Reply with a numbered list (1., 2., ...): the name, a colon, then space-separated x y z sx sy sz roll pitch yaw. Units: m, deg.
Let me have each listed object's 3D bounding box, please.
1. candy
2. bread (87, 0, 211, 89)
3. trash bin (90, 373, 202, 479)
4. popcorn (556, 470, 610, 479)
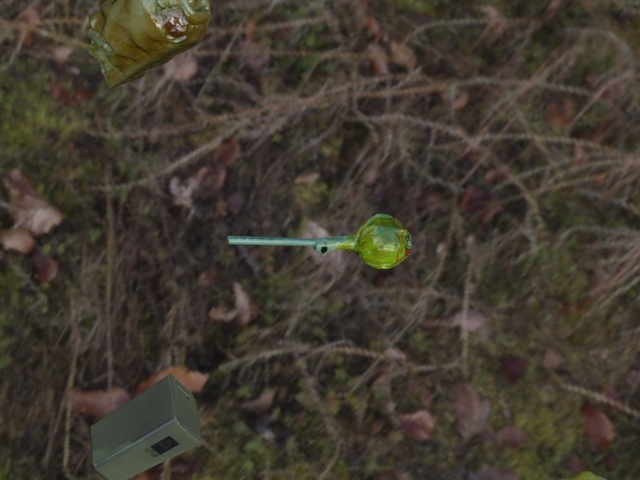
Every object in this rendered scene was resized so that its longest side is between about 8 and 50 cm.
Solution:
1. candy: 0.000 0.000 1.265 0.194 0.062 0.058 1 82 -10
2. bread: -0.123 -0.147 0.848 0.066 0.110 0.060 14 68 -39
3. trash bin: -0.157 0.170 1.090 0.043 0.092 0.061 49 15 -39
4. popcorn: 0.310 0.410 1.527 0.215 0.286 0.252 16 59 -4
